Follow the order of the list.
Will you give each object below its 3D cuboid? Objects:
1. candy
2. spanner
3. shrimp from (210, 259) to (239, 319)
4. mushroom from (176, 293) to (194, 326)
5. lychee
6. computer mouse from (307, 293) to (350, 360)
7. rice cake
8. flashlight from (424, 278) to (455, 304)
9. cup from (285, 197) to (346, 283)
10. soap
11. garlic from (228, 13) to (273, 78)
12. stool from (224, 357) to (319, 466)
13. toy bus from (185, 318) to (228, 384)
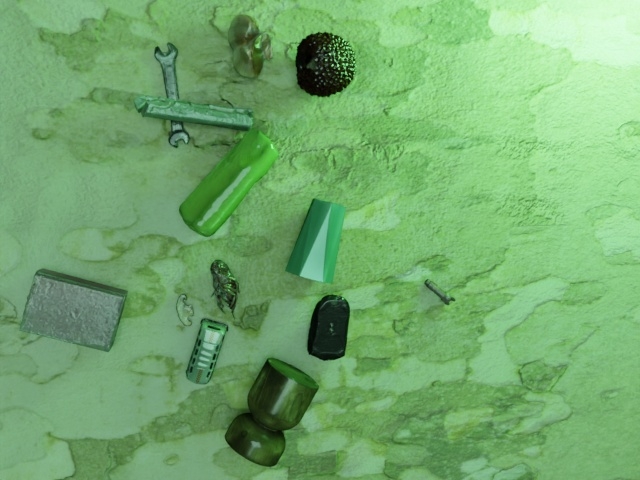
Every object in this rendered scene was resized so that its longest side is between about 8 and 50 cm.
[{"bbox_3d":[-0.263,-0.165,1.776,0.132,0.142,0.343,40,88,4],"label":"candy"},{"bbox_3d":[-0.428,-0.421,1.793,0.071,0.017,0.302,-10,95,-11],"label":"spanner"},{"bbox_3d":[-0.282,0.148,1.835,0.073,0.075,0.190,-24,110,-37],"label":"shrimp"},{"bbox_3d":[-0.405,0.209,1.846,0.049,0.019,0.101,-8,98,-6],"label":"mushroom"},{"bbox_3d":[0.017,-0.506,1.771,0.188,0.188,0.188,-1,95,-8],"label":"lychee"},{"bbox_3d":[0.028,0.263,1.882,0.122,0.073,0.217,7,100,-6],"label":"computer mouse"},{"bbox_3d":[-0.360,-0.365,1.769,0.336,0.066,0.063,4,83,-14],"label":"rice cake"},{"bbox_3d":[0.374,0.160,1.942,0.110,0.052,0.031,40,53,-3],"label":"flashlight"},{"bbox_3d":[0.000,0.000,1.829,0.148,0.134,0.235,17,91,-12],"label":"cup"},{"bbox_3d":[-0.702,0.200,1.775,0.259,0.081,0.181,15,93,-10],"label":"soap"},{"bbox_3d":[-0.204,-0.556,1.775,0.124,0.099,0.174,1,95,7],"label":"garlic"},{"bbox_3d":[-0.142,0.503,1.826,0.179,0.179,0.264,30,90,-9],"label":"stool"},{"bbox_3d":[-0.341,0.337,1.831,0.087,0.089,0.194,18,93,-8],"label":"toy bus"}]
